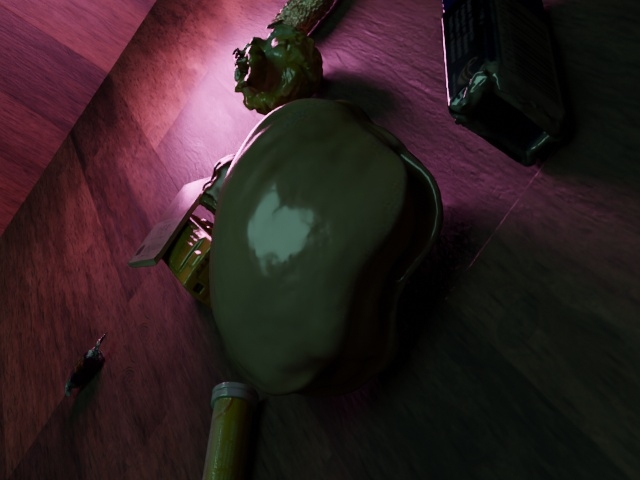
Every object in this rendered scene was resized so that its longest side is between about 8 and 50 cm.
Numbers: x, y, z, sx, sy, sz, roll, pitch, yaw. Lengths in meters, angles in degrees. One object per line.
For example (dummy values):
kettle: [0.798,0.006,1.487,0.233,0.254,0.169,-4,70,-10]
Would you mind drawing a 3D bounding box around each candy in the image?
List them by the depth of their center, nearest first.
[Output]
candy: [-0.508,0.274,2.258,0.175,0.043,0.045,-50,29,24]

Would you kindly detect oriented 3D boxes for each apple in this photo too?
apple: [-0.126,-0.078,1.835,0.147,0.158,0.156,-44,17,2]

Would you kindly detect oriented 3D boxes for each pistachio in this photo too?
pistachio: [0.000,0.000,1.447,0.365,0.281,0.445,-17,61,40]

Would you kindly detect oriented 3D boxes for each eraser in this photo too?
eraser: [0.240,-0.254,1.404,0.101,0.155,0.332,-41,31,34]

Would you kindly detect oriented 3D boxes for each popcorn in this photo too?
popcorn: [-0.091,-0.335,2.030,0.198,0.212,0.198,-1,88,40]

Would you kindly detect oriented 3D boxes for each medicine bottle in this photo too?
medicine bottle: [-0.138,0.320,1.542,0.074,0.074,0.218,-35,36,38]

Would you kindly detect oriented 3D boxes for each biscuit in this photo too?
biscuit: [-0.029,-0.489,2.211,0.168,0.082,0.070,-47,-17,18]

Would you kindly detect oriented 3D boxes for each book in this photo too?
book: [-0.281,-0.033,1.955,0.138,0.016,0.198,-8,45,59]

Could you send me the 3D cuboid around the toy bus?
toy bus: [-0.224,0.030,1.935,0.121,0.123,0.335,-55,25,0]
